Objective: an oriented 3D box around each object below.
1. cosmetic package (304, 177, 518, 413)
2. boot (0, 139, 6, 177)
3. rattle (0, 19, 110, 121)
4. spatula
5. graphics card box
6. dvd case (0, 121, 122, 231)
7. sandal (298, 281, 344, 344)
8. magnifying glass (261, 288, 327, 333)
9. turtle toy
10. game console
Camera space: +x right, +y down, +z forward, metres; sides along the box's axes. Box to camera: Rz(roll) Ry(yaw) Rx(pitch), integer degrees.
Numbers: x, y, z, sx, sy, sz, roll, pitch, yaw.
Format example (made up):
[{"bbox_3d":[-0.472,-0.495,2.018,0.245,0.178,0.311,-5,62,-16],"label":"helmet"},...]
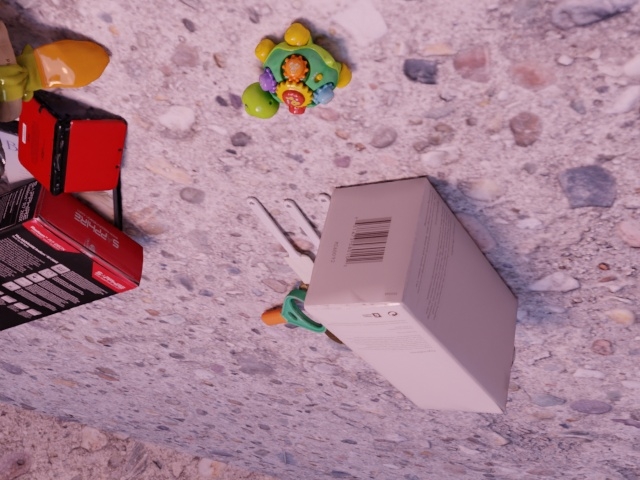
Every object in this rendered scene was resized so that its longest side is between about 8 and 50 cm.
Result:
[{"bbox_3d":[0.149,0.094,1.182,0.155,0.197,0.365,-5,145,32],"label":"cosmetic package"},{"bbox_3d":[-0.461,-0.229,0.924,0.222,0.118,0.338,36,131,45],"label":"boot"},{"bbox_3d":[-0.372,-0.218,1.023,0.130,0.142,0.199,60,154,-12],"label":"rattle"},{"bbox_3d":[0.000,0.000,1.271,0.168,0.019,0.242,-1,145,28],"label":"spatula"},{"bbox_3d":[-0.511,0.038,1.373,0.370,0.094,0.233,-19,142,25],"label":"graphics card box"},{"bbox_3d":[-0.400,-0.090,1.278,0.180,0.022,0.253,16,152,-4],"label":"dvd case"},{"bbox_3d":[0.024,0.123,1.455,0.072,0.049,0.180,-1,135,40],"label":"sandal"},{"bbox_3d":[-0.051,0.134,1.482,0.092,0.026,0.231,48,156,-12],"label":"magnifying glass"},{"bbox_3d":[-0.034,-0.174,0.906,0.130,0.066,0.095,-15,141,43],"label":"turtle toy"},{"bbox_3d":[-0.349,-0.138,1.144,0.124,0.085,0.144,41,138,14],"label":"game console"}]
